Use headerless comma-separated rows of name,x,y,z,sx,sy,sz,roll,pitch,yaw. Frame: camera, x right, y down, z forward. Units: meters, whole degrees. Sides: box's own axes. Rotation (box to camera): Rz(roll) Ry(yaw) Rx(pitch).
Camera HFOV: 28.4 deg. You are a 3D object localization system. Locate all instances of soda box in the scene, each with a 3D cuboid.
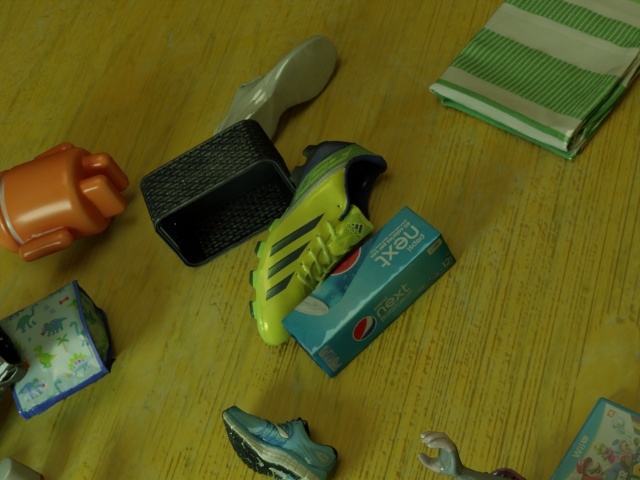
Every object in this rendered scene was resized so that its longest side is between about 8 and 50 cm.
soda box,0.058,0.061,1.517,0.210,0.067,0.071,-42,50,-7

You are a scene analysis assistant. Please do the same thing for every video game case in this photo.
video game case,0.331,0.243,1.293,0.166,0.015,0.119,24,71,36

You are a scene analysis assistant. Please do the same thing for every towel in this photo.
towel,0.322,-0.269,1.634,0.248,0.038,0.325,29,74,38

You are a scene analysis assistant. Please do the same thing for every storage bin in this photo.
storage bin,-0.130,-0.061,1.656,0.180,0.122,0.084,-30,50,5

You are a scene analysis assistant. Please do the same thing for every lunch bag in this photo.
lunch bag,-0.338,0.148,1.633,0.129,0.096,0.151,-30,41,4

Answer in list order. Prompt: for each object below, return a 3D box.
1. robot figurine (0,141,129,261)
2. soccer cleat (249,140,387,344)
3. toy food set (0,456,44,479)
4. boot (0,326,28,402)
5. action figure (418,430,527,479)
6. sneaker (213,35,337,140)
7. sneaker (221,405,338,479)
robot figurine,-0.379,-0.055,1.773,0.219,0.128,0.158,-16,87,15
soccer cleat,0.000,-0.001,1.574,0.121,0.093,0.289,10,63,23
toy food set,-0.351,0.356,1.519,0.111,0.104,0.232,-49,32,6
boot,-0.490,0.172,1.638,0.263,0.091,0.229,36,107,29
action figure,0.215,0.329,1.179,0.275,0.248,0.370,4,26,-9
sneaker,-0.071,-0.212,1.767,0.212,0.080,0.094,-47,39,-8
sneaker,-0.046,0.235,1.466,0.162,0.063,0.073,27,55,32
